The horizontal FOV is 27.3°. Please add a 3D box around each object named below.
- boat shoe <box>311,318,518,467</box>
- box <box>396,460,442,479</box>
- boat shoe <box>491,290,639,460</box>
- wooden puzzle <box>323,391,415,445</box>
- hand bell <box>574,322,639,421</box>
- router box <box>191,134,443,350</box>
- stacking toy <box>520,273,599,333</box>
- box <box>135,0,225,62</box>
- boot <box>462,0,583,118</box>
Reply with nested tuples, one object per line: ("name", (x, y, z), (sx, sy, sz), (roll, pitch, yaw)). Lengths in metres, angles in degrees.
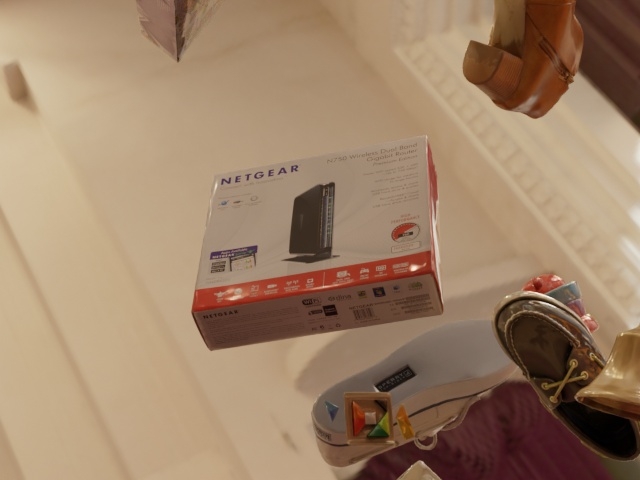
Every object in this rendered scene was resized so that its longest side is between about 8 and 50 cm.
("boat shoe", (0.156, 0.255, 2.041), (0.367, 0.136, 0.157), (-26, -41, -21))
("box", (0.123, 0.380, 1.684), (0.094, 0.113, 0.275), (-41, -16, -16))
("boat shoe", (0.340, 0.185, 1.770), (0.109, 0.091, 0.305), (-37, -61, 14))
("wooden puzzle", (0.066, 0.232, 1.723), (0.116, 0.079, 0.014), (-4, -20, -22))
("hand bell", (0.362, 0.069, 1.426), (0.126, 0.126, 0.242), (30, -109, -50))
("router box", (0.000, 0.000, 1.867), (0.335, 0.301, 0.082), (-10, -50, 11))
("stacking toy", (0.326, 0.152, 2.243), (0.279, 0.130, 0.309), (-28, -8, 5))
("box", (-0.106, -0.302, 1.329), (0.201, 0.057, 0.293), (-52, 1, -8))
("boot", (0.295, -0.306, 1.699), (0.211, 0.104, 0.295), (8, -70, -57))
